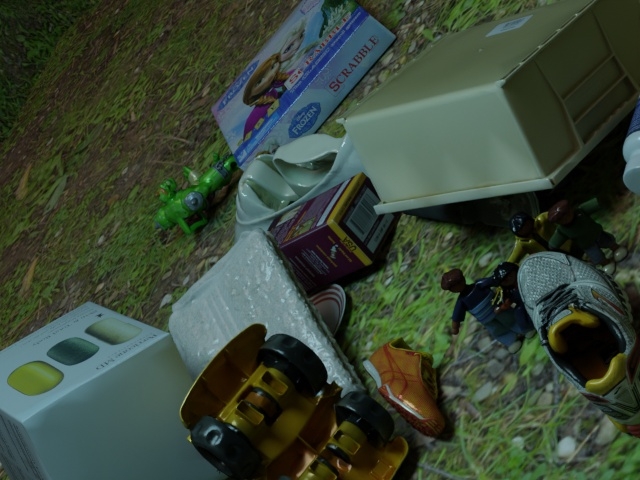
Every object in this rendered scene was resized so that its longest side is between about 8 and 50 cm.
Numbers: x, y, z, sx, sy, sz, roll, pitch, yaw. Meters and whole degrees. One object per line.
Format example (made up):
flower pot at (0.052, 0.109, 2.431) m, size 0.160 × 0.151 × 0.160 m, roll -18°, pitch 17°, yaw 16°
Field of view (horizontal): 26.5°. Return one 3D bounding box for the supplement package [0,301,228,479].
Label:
supplement package at (-0.272, 0.219, 1.627) m, size 0.199 × 0.198 × 0.263 m, roll -31°, pitch 20°, yaw -23°

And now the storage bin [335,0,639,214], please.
storage bin at (0.199, -0.159, 1.490) m, size 0.260 × 0.123 × 0.262 m, roll -40°, pitch 19°, yaw -35°

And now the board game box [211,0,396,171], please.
board game box at (-0.039, -0.274, 2.259) m, size 0.318 × 0.066 × 0.318 m, roll -49°, pitch 24°, yaw 8°

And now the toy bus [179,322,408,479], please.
toy bus at (-0.037, 0.225, 1.458) m, size 0.149 × 0.220 × 0.211 m, roll -50°, pitch -10°, yaw -24°

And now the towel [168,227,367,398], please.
towel at (-0.074, 0.135, 1.633) m, size 0.187 × 0.049 × 0.282 m, roll -45°, pitch 54°, yaw 17°

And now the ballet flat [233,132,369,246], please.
ballet flat at (-0.032, -0.081, 1.901) m, size 0.400 × 0.139 × 0.139 m, roll -20°, pitch 39°, yaw 51°

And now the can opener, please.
can opener at (0.186, -0.064, 1.589) m, size 0.095 × 0.076 × 0.283 m, roll -25°, pitch 15°, yaw -21°

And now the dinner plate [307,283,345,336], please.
dinner plate at (-0.013, 0.118, 1.729) m, size 0.141 × 0.017 × 0.141 m, roll -41°, pitch 25°, yaw 24°

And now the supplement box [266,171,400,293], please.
supplement box at (0.000, 0.000, 1.771) m, size 0.188 × 0.081 × 0.104 m, roll -27°, pitch 23°, yaw 45°

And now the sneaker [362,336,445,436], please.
sneaker at (0.095, 0.149, 1.440) m, size 0.067 × 0.064 × 0.175 m, roll -41°, pitch 27°, yaw 2°

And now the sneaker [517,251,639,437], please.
sneaker at (0.236, 0.073, 1.211) m, size 0.088 × 0.093 × 0.225 m, roll -47°, pitch 35°, yaw 11°

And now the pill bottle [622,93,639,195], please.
pill bottle at (0.338, -0.103, 1.344) m, size 0.067 × 0.067 × 0.120 m, roll -19°, pitch 39°, yaw 51°

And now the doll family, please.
doll family at (0.204, 0.030, 1.345) m, size 0.193 × 0.111 × 0.076 m, roll -51°, pitch 24°, yaw 3°

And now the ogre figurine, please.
ogre figurine at (-0.211, -0.076, 2.270) m, size 0.197 × 0.097 × 0.118 m, roll -4°, pitch 36°, yaw 43°
